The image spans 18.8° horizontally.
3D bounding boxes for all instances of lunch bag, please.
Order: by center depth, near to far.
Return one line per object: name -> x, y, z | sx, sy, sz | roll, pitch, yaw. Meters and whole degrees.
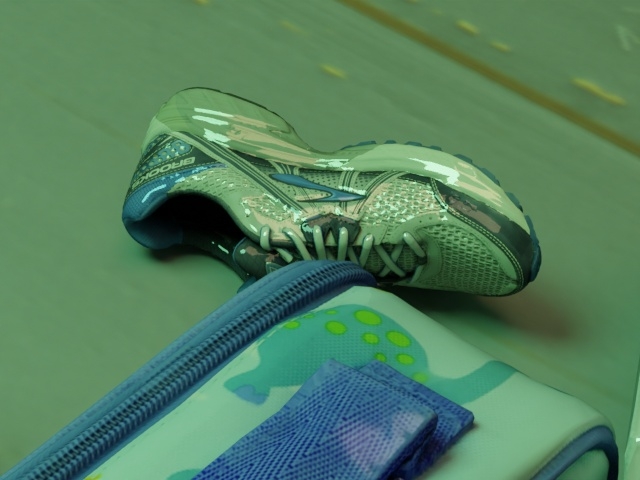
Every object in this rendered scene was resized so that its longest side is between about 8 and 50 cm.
lunch bag -> -0.037, 0.112, 0.346 | 0.090, 0.176, 0.219 | 30, 44, 23

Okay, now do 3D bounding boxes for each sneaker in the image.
sneaker -> 0.000, 0.000, 0.598 | 0.135, 0.052, 0.058 | 15, 49, 18

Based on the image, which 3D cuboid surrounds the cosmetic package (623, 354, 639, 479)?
cosmetic package -> 0.264, 0.035, 0.429 | 0.377, 0.097, 0.284 | 0, 15, 12
